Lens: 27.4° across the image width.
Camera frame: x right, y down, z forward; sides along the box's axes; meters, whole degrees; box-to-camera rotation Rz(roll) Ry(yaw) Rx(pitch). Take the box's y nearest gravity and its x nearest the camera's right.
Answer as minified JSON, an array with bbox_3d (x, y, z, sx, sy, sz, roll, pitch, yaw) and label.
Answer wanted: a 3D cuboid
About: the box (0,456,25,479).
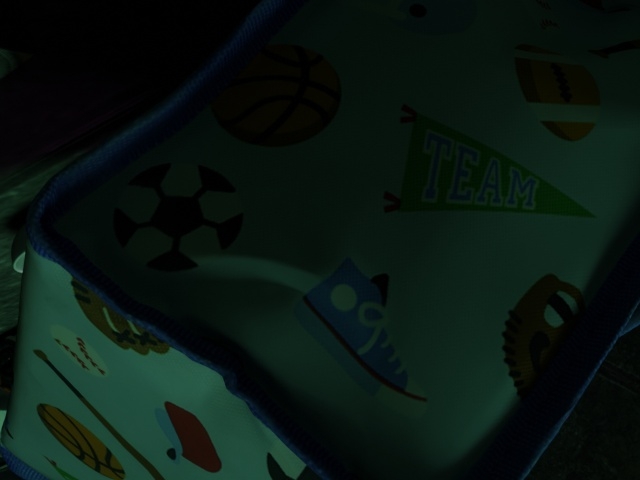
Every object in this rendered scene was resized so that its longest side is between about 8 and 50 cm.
[{"bbox_3d":[-0.463,0.269,1.119,0.395,0.097,0.318,-10,175,6],"label":"box"}]

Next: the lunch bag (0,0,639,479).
[{"bbox_3d":[0.048,-0.007,0.665,0.385,0.239,0.328,-50,178,-29],"label":"lunch bag"}]

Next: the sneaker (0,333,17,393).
[{"bbox_3d":[-0.239,0.121,1.164,0.262,0.099,0.121,-20,178,30],"label":"sneaker"}]

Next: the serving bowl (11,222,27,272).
[{"bbox_3d":[-0.162,-0.007,0.849,0.083,0.027,0.083,-22,168,-5],"label":"serving bowl"}]

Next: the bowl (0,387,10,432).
[{"bbox_3d":[-0.327,0.092,0.740,0.298,0.134,0.298,-21,167,-5],"label":"bowl"}]

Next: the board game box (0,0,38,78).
[{"bbox_3d":[-0.242,-0.057,0.452,0.165,0.042,0.243,-28,167,26],"label":"board game box"}]
